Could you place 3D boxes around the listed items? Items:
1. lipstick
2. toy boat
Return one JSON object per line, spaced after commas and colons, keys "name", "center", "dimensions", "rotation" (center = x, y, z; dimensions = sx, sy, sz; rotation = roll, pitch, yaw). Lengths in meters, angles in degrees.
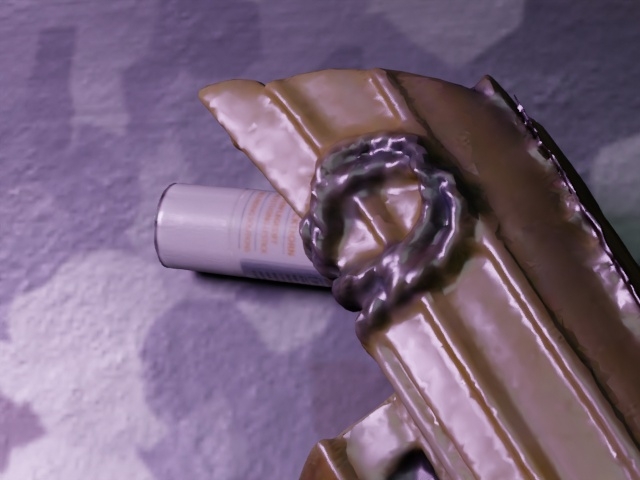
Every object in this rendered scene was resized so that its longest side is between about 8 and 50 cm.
{"name": "lipstick", "center": [0.000, 0.000, 0.773], "dimensions": [0.141, 0.040, 0.040], "rotation": [6, 69, 18]}
{"name": "toy boat", "center": [0.084, 0.111, 0.638], "dimensions": [0.162, 0.136, 0.445], "rotation": [-36, 64, 14]}
